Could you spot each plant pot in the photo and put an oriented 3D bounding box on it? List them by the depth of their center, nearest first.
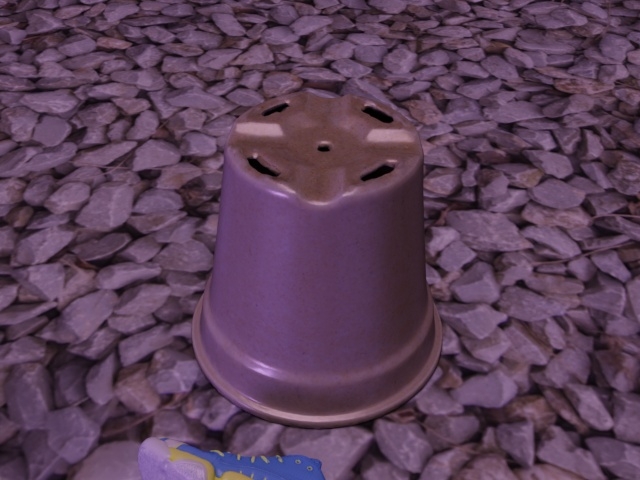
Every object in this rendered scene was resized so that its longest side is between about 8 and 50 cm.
[{"bbox_3d":[0.000,0.000,1.012,0.334,0.305,0.334,1,39,-1],"label":"plant pot"}]

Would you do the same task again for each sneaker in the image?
[{"bbox_3d":[-0.073,0.265,0.873,0.240,0.091,0.126,30,35,20],"label":"sneaker"}]
